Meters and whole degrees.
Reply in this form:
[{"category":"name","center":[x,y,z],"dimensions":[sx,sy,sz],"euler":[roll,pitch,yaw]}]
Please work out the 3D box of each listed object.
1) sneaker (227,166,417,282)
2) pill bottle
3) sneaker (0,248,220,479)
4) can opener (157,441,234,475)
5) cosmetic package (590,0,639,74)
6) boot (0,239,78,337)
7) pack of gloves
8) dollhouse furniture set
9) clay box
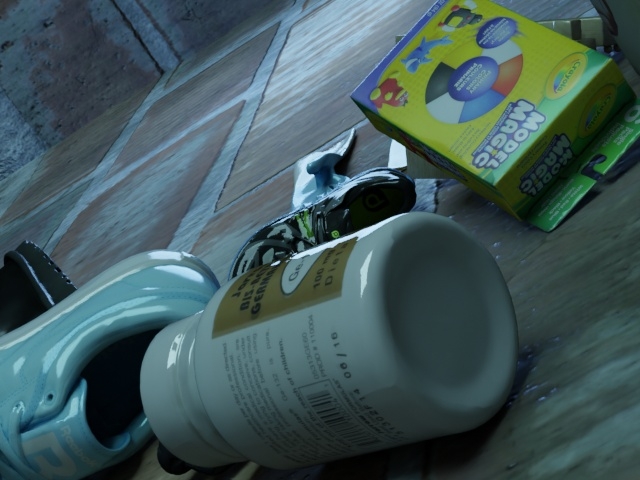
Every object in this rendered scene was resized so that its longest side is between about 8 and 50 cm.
[{"category":"sneaker","center":[0.000,0.000,1.265],"dimensions":[0.188,0.067,0.078],"euler":[-35,9,-9]},{"category":"pill bottle","center":[-0.003,0.072,0.946],"dimensions":[0.229,0.131,0.131],"euler":[-21,22,43]},{"category":"sneaker","center":[-0.225,0.144,1.208],"dimensions":[0.366,0.135,0.150],"euler":[-41,20,-2]},{"category":"can opener","center":[-0.053,0.106,1.120],"dimensions":[0.186,0.073,0.059],"euler":[-46,-20,-42]},{"category":"cosmetic package","center":[0.240,-0.278,1.149],"dimensions":[0.153,0.296,0.129],"euler":[-34,15,1]},{"category":"boot","center":[-0.327,0.134,1.445],"dimensions":[0.260,0.131,0.348],"euler":[-38,16,-9]},{"category":"pack of gloves","center":[0.041,-0.104,1.524],"dimensions":[0.195,0.046,0.232],"euler":[-34,16,11]},{"category":"dollhouse furniture set","center":[0.171,-0.124,1.319],"dimensions":[0.144,0.123,0.151],"euler":[2,11,39]},{"category":"clay box","center":[0.133,-0.103,1.146],"dimensions":[0.127,0.053,0.222],"euler":[-48,40,-5]}]
